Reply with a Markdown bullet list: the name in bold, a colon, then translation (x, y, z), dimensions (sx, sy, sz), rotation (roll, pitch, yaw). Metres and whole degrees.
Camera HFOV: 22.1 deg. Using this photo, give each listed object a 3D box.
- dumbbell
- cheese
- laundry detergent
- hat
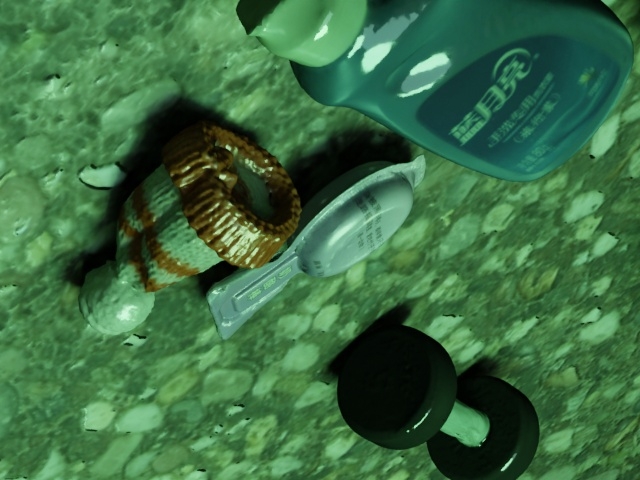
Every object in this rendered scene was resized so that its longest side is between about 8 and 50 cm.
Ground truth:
- **dumbbell**: translation (0.101, 0.142, 1.372), dimensions (0.100, 0.100, 0.191), rotation (-43, 142, 11)
- **cheese**: translation (0.000, 0.000, 1.163), dimensions (0.191, 0.042, 0.105), rotation (-36, 160, -12)
- **laundry detergent**: translation (0.074, -0.126, 1.056), dimensions (0.290, 0.094, 0.143), rotation (12, 127, -45)
- **hat**: translation (-0.100, 0.001, 1.089), dimensions (0.162, 0.093, 0.112), rotation (-33, 144, 26)
